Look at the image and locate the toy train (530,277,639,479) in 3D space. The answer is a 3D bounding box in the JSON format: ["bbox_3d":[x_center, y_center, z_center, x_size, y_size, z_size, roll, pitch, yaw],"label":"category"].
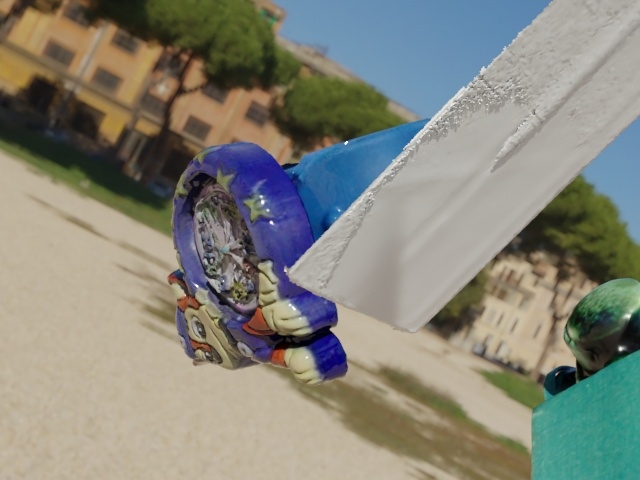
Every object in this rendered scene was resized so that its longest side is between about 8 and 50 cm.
[{"bbox_3d":[0.212,0.157,0.564,0.298,0.120,0.194,47,28,-17],"label":"toy train"}]

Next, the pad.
[{"bbox_3d":[0.096,-0.042,0.643,0.004,0.232,0.156,52,13,32],"label":"pad"}]

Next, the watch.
[{"bbox_3d":[0.002,-0.006,0.886,0.200,0.171,0.196,-21,13,-30],"label":"watch"}]
